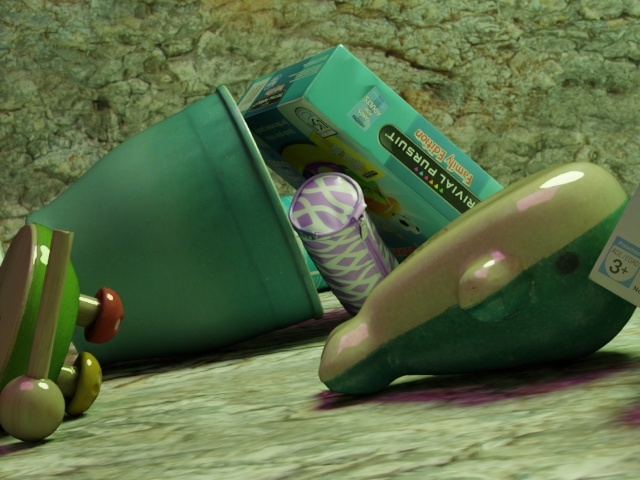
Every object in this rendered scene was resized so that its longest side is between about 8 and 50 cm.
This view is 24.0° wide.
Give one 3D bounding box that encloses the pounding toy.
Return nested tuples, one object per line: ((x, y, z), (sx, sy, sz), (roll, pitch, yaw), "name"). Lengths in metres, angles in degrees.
((-0.218, 0.085, 1.276), (0.110, 0.183, 0.237), (18, -7, -20), "pounding toy")

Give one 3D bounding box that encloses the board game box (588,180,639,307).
((0.306, -0.017, 1.032), (0.144, 0.142, 0.275), (31, 17, 18), "board game box")

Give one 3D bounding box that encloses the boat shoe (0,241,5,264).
((-0.411, 0.045, 1.668), (0.103, 0.118, 0.320), (3, 32, -40), "boat shoe")

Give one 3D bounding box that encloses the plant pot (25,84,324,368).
((-0.166, 0.007, 1.610), (0.255, 0.272, 0.271), (-23, 4, -5), "plant pot")

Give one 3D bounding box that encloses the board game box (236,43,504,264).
((0.075, -0.066, 1.700), (0.079, 0.336, 0.253), (-55, 17, -16), "board game box")

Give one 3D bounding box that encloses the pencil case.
((0.036, 0.009, 1.608), (0.088, 0.086, 0.206), (9, -26, 25), "pencil case")

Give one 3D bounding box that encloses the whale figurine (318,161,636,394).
((0.129, 0.054, 1.160), (0.272, 0.141, 0.216), (-33, 2, 1), "whale figurine")

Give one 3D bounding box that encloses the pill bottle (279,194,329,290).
((0.000, 0.000, 2.199), (0.264, 0.146, 0.146), (-9, 3, -24), "pill bottle")
